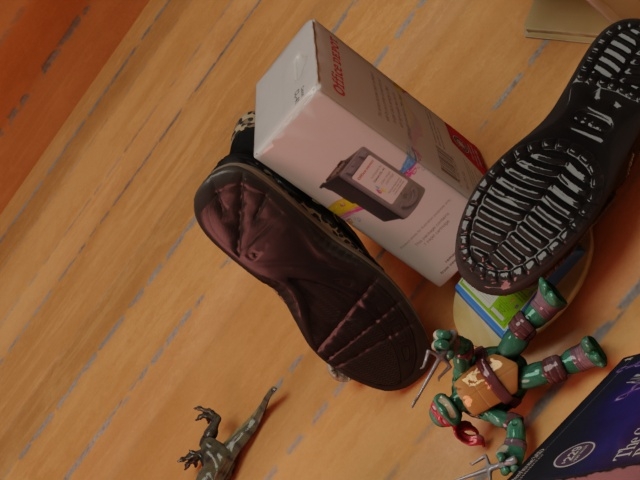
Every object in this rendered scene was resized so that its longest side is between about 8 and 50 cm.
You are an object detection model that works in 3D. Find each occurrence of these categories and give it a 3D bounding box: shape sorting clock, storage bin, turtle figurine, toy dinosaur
[{"bbox_3d":[0.242,0.042,1.497,0.206,0.040,0.206,-39,31,30],"label":"shape sorting clock"},{"bbox_3d":[0.271,-0.373,1.596,0.260,0.262,0.123,21,81,59],"label":"storage bin"},{"bbox_3d":[0.190,0.155,1.384,0.234,0.175,0.118,-39,5,13],"label":"turtle figurine"},{"bbox_3d":[-0.157,0.311,1.831,0.268,0.064,0.118,-58,37,-1],"label":"toy dinosaur"}]

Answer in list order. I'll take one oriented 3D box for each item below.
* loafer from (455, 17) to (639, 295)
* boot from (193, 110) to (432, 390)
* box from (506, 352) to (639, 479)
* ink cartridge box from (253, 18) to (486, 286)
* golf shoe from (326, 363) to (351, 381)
[{"bbox_3d":[0.298,-0.078,1.437,0.134,0.130,0.366,37,85,27],"label":"loafer"},{"bbox_3d":[0.000,0.000,1.630,0.138,0.377,0.284,-43,17,19],"label":"boot"},{"bbox_3d":[0.306,0.180,1.099,0.184,0.103,0.261,-27,3,44],"label":"box"},{"bbox_3d":[0.070,-0.113,1.593,0.131,0.306,0.226,-48,22,22],"label":"ink cartridge box"},{"bbox_3d":[0.038,0.123,1.720,0.086,0.069,0.176,-47,23,54],"label":"golf shoe"}]
